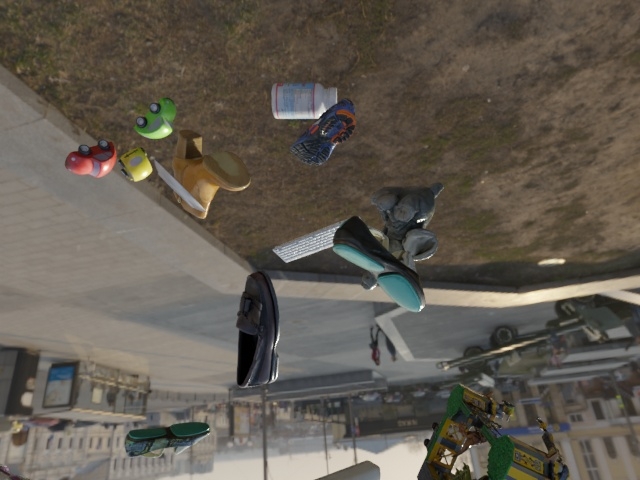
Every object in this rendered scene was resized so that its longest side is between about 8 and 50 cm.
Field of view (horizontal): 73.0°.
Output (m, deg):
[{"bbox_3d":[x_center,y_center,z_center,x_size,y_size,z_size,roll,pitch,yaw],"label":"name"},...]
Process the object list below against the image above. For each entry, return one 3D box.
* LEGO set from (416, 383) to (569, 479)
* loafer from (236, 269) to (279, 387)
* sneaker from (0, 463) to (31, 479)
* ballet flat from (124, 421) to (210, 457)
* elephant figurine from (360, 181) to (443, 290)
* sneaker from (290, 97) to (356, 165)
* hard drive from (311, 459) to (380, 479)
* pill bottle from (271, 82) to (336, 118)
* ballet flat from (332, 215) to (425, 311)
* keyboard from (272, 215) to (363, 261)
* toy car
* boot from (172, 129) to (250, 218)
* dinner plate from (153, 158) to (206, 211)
[{"bbox_3d":[0.292,0.389,0.667,0.192,0.254,0.331,25,172,2],"label":"LEGO set"},{"bbox_3d":[-0.158,0.222,1.034,0.095,0.302,0.109,-14,-156,-34],"label":"loafer"},{"bbox_3d":[-0.824,0.633,1.058,0.305,0.152,0.114,5,144,28],"label":"sneaker"},{"bbox_3d":[-0.348,0.458,0.988,0.188,0.070,0.070,9,151,-29],"label":"ballet flat"},{"bbox_3d":[0.201,-0.008,1.075,0.186,0.239,0.169,2,-159,22],"label":"elephant figurine"},{"bbox_3d":[0.011,-0.246,0.999,0.083,0.087,0.221,36,144,-25],"label":"sneaker"},{"bbox_3d":[-0.036,0.540,0.739,0.353,0.232,0.047,7,178,-41],"label":"hard drive"},{"bbox_3d":[-0.039,-0.353,1.095,0.160,0.087,0.087,1,155,3],"label":"pill bottle"},{"bbox_3d":[0.143,0.045,0.919,0.280,0.096,0.095,41,151,-29],"label":"ballet flat"},{"bbox_3d":[0.000,0.000,1.143,0.256,0.014,0.072,-20,134,20],"label":"keyboard"},{"bbox_3d":[-0.381,-0.205,0.911,0.225,0.053,0.239,-42,177,9],"label":"toy car"},{"bbox_3d":[-0.296,-0.141,1.150,0.104,0.295,0.211,-22,139,-41],"label":"boot"},{"bbox_3d":[-0.281,-0.103,0.857,0.017,0.141,0.141,-47,155,-10],"label":"dinner plate"}]
